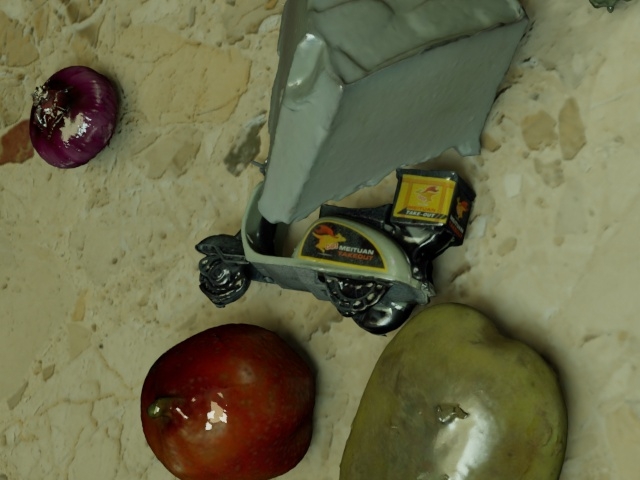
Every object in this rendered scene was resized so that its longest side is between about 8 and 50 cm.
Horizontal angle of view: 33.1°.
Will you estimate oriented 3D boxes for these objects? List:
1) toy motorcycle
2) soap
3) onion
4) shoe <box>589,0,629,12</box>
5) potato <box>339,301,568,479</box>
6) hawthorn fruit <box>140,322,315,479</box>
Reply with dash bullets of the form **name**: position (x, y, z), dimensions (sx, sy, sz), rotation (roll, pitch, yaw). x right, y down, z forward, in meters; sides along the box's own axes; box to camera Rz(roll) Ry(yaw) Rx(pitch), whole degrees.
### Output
- **toy motorcycle**: position (0.000, 0.000, 1.008), dimensions (0.263, 0.091, 0.157), rotation (7, 73, 29)
- **soap**: position (-0.007, -0.192, 0.905), dimensions (0.302, 0.258, 0.159), rotation (48, 143, 21)
- **onion**: position (-0.273, -0.136, 1.166), dimensions (0.115, 0.104, 0.115), rotation (-11, 67, 28)
- **shoe**: position (0.240, -0.233, 0.865), dimensions (0.275, 0.103, 0.098), rotation (31, 109, 32)
- **potato**: position (0.109, 0.205, 0.940), dimensions (0.192, 0.141, 0.296), rotation (18, 104, 32)
- **hawthorn fruit**: position (-0.098, 0.162, 1.030), dimensions (0.169, 0.188, 0.169), rotation (4, 96, 37)
